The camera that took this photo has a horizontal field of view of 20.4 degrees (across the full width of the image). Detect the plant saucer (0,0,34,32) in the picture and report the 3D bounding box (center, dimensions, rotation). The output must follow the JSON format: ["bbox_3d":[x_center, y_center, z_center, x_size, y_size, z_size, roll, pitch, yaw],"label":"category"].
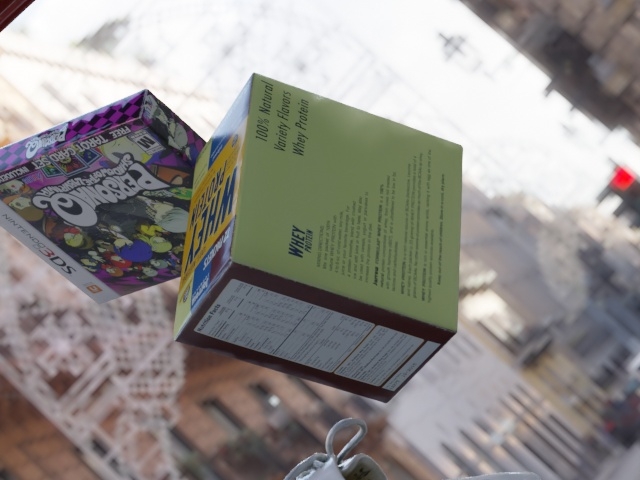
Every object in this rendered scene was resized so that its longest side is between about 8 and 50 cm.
[{"bbox_3d":[-0.328,-0.220,1.461,0.259,0.048,0.258,-43,-26,2],"label":"plant saucer"}]

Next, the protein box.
[{"bbox_3d":[0.000,0.000,1.505,0.136,0.201,0.200,129,153,-49],"label":"protein box"}]

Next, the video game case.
[{"bbox_3d":[-0.187,-0.035,1.664,0.232,0.210,0.042,-18,47,31],"label":"video game case"}]

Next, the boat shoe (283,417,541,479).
[{"bbox_3d":[0.023,0.235,1.527,0.136,0.367,0.157,35,-126,-52],"label":"boat shoe"}]
